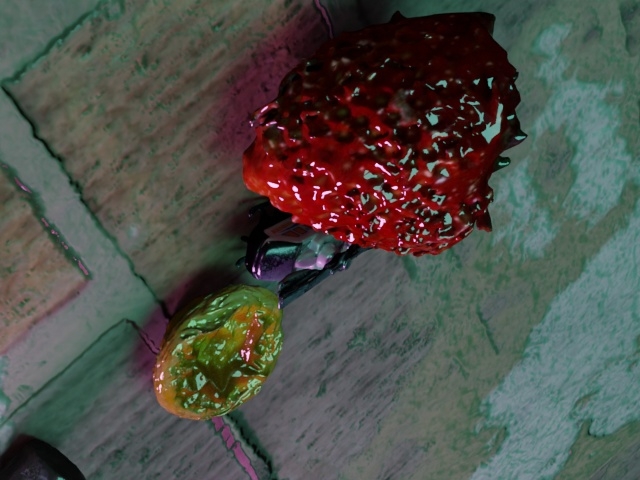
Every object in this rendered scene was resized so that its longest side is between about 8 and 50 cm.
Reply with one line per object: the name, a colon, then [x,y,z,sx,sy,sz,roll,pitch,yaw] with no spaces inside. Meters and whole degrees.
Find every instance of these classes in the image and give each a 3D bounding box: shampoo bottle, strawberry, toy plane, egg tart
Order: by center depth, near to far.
strawberry: [0.043,-0.071,0.996,0.201,0.187,0.184,-13,96,-19]
shampoo bottle: [-0.264,0.245,1.043,0.208,0.057,0.063,-48,151,0]
toy plane: [0.000,-0.001,1.089,0.197,0.078,0.053,-23,135,-52]
egg tart: [-0.083,0.085,1.095,0.130,0.052,0.130,-25,135,-28]
